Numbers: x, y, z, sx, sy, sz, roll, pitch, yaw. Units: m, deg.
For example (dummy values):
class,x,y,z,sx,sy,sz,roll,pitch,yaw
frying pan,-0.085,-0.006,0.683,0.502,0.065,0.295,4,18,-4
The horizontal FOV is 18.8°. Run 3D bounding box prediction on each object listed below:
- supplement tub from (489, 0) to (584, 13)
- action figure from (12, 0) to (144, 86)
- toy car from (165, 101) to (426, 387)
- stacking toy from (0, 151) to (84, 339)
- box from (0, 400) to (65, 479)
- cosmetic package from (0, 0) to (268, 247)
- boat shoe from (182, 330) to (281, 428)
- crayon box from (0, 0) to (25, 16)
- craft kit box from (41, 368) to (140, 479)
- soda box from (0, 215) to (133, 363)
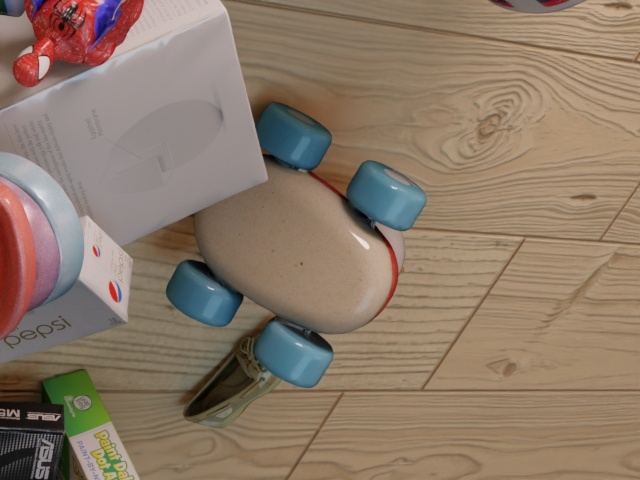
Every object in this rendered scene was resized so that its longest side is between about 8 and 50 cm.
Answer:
class,x,y,z,sx,sy,sz,roll,pitch,yaw
supplement tub,0.142,-0.314,1.600,0.191,0.191,0.272,-45,149,14
action figure,-0.146,-0.236,1.474,0.280,0.091,0.139,-53,176,-9
toy car,0.000,0.000,1.917,0.219,0.210,0.238,-60,166,12
stacking toy,-0.327,-0.073,1.521,0.130,0.309,0.279,-41,136,-52
box,-0.359,0.235,1.940,0.184,0.045,0.190,7,132,-13
cosmetic package,-0.188,-0.116,1.640,0.225,0.138,0.224,-26,143,-11
boat shoe,-0.087,0.146,2.082,0.153,0.056,0.048,-44,148,25
crayon box,-0.335,-0.278,1.395,0.323,0.083,0.203,2,131,-37
craft kit box,-0.226,0.305,1.992,0.061,0.250,0.246,-12,138,-24
soda box,-0.268,0.054,1.630,0.216,0.069,0.074,-19,138,23
